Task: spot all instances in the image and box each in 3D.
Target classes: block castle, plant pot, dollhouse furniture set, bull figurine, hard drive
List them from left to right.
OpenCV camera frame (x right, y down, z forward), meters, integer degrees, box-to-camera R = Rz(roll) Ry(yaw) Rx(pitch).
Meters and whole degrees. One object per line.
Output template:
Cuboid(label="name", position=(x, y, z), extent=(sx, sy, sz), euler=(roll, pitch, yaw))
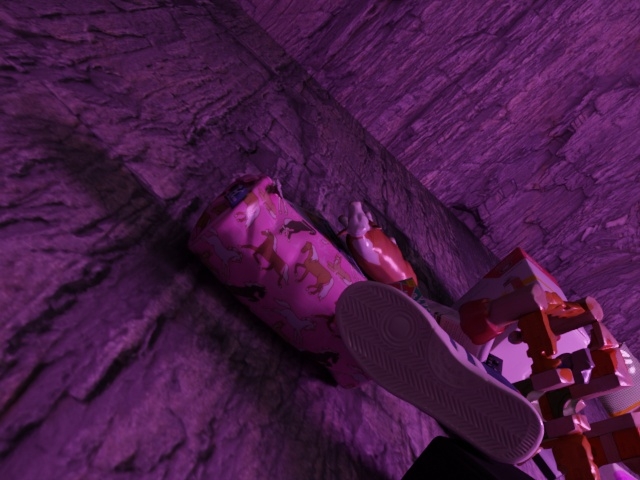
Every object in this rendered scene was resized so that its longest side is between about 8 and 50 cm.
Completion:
Cuboid(label="bull figurine", position=(0.129, 0.017, 1.695), extent=(0.310, 0.101, 0.188), euler=(53, 11, -27))
Cuboid(label="plant pot", position=(0.206, 0.383, 0.978), extent=(0.187, 0.188, 0.167), euler=(27, 11, -46))
Cuboid(label="hard drive", position=(0.545, 0.525, 1.683), extent=(0.094, 0.022, 0.135), euler=(54, 19, 26))
Cuboid(label="block castle", position=(0.435, 0.323, 1.314), extent=(0.303, 0.213, 0.453), euler=(11, 58, -42))
Cuboid(label="dollhouse furniture set", position=(0.778, 0.455, 1.910), extent=(0.197, 0.301, 0.151), euler=(48, 14, -3))

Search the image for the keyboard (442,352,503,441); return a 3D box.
Cuboid(label="keyboard", position=(0.361, 0.339, 1.484), extent=(0.201, 0.033, 0.317), euler=(32, 31, 2))

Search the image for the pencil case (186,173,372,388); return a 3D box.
Cuboid(label="pencil case", position=(-0.027, 0.067, 1.126), extent=(0.386, 0.167, 0.160), euler=(44, 37, -13))

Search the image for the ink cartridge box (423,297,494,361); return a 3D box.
Cuboid(label="ink cartridge box", position=(0.267, 0.194, 1.528), extent=(0.203, 0.086, 0.148), euler=(21, 8, 24))

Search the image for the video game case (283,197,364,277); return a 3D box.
Cuboid(label="video game case", position=(0.000, 0.000, 1.601), extent=(0.183, 0.023, 0.201), euler=(24, 26, -50))

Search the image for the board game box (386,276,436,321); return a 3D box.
Cuboid(label="board game box", position=(0.177, 0.190, 1.412), extent=(0.039, 0.124, 0.259), euler=(86, -14, -49))

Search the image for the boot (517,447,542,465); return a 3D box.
Cuboid(label="boot", position=(0.383, 0.361, 1.590), extent=(0.269, 0.089, 0.236), euler=(45, 14, 8))

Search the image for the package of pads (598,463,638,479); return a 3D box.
Cuboid(label="package of pads", position=(0.818, 0.724, 1.739), extent=(0.229, 0.101, 0.296), euler=(39, 18, -19))

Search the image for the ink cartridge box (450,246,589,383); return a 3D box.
Cuboid(label="ink cartridge box", position=(0.514, 0.219, 1.868), extent=(0.160, 0.279, 0.384), euler=(42, 17, -11))

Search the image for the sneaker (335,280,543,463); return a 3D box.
Cuboid(label="sneaker", position=(0.167, 0.196, 1.055), extent=(0.350, 0.131, 0.148), euler=(42, 0, 11))
